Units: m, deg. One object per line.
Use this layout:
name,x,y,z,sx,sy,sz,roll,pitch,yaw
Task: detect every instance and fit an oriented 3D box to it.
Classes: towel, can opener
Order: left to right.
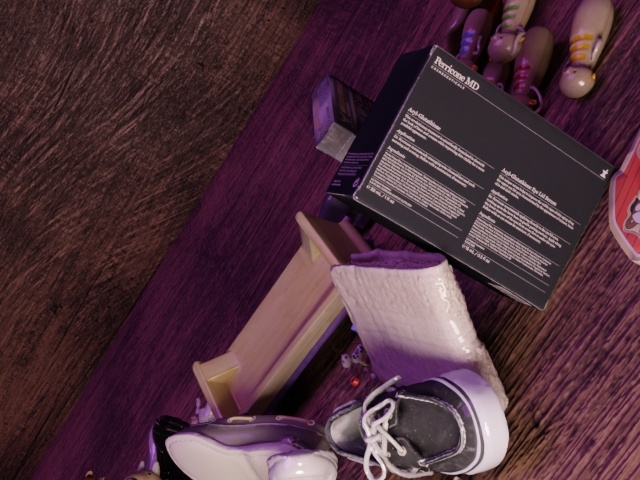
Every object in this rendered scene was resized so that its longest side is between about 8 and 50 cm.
can opener,0.000,0.000,1.564,0.283,0.095,0.076,-52,20,24
towel,0.109,0.102,1.023,0.049,0.187,0.282,-30,12,-19

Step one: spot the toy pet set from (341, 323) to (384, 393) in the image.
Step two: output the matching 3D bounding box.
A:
toy pet set,0.066,0.153,1.215,0.114,0.065,0.122,-64,19,-8

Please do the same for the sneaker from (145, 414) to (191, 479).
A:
sneaker,-0.312,0.455,1.715,0.108,0.100,0.271,-57,18,28

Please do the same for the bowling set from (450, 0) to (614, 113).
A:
bowling set,0.236,-0.260,1.190,0.287,0.200,0.154,-30,36,64

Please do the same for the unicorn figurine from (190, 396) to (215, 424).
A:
unicorn figurine,-0.211,0.317,1.729,0.111,0.060,0.161,-132,56,-70

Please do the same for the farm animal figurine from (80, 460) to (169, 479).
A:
farm animal figurine,-0.255,0.455,1.388,0.326,0.330,0.172,96,-174,-55

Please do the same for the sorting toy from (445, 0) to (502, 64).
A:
sorting toy,0.235,-0.311,1.363,0.229,0.041,0.307,69,-139,-65

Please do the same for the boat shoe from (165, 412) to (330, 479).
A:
boat shoe,-0.110,0.311,1.292,0.305,0.109,0.091,-8,26,42

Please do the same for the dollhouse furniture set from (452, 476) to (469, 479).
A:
dollhouse furniture set,0.133,0.270,0.841,0.114,0.081,0.091,-21,44,63

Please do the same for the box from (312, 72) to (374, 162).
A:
box,0.076,-0.184,1.499,0.056,0.183,0.231,-52,21,24

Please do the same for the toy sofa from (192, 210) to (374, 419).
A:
toy sofa,-0.034,0.145,1.410,0.362,0.177,0.150,-54,44,19

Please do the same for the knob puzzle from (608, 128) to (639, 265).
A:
knob puzzle,0.348,-0.067,0.857,0.213,0.030,0.213,-50,21,28

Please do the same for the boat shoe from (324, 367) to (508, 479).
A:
boat shoe,0.088,0.204,0.947,0.306,0.105,0.113,163,95,-67

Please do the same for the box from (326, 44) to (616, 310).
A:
box,0.168,-0.067,0.960,0.184,0.261,0.103,-61,18,-2

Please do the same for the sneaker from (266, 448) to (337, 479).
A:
sneaker,-0.020,0.340,1.080,0.232,0.090,0.115,90,175,-53
